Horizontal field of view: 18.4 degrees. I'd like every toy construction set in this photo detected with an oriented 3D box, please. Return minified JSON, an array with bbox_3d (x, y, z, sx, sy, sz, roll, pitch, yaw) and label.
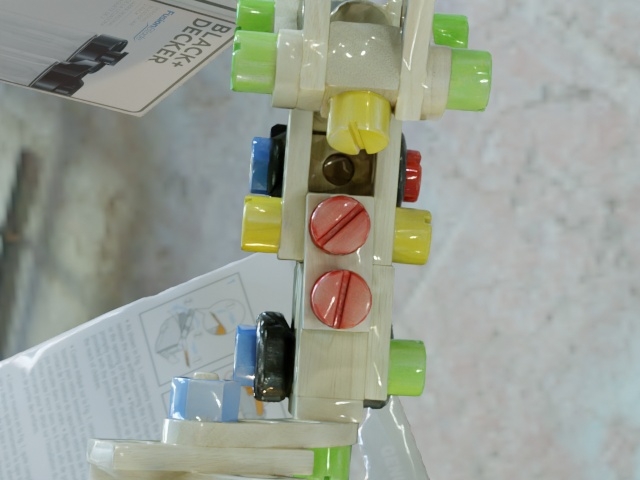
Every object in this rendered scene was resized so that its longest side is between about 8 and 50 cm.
[{"bbox_3d":[0.000,0.000,0.956,0.215,0.151,0.328,157,132,-85],"label":"toy construction set"}]

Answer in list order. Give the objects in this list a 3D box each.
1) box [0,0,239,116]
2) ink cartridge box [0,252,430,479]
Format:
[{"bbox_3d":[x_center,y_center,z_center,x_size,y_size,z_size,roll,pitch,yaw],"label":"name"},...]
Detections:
[{"bbox_3d":[-0.202,-0.179,1.278,0.169,0.290,0.087,-30,54,49],"label":"box"},{"bbox_3d":[-0.118,0.190,1.230,0.091,0.385,0.308,63,-175,-47],"label":"ink cartridge box"}]
